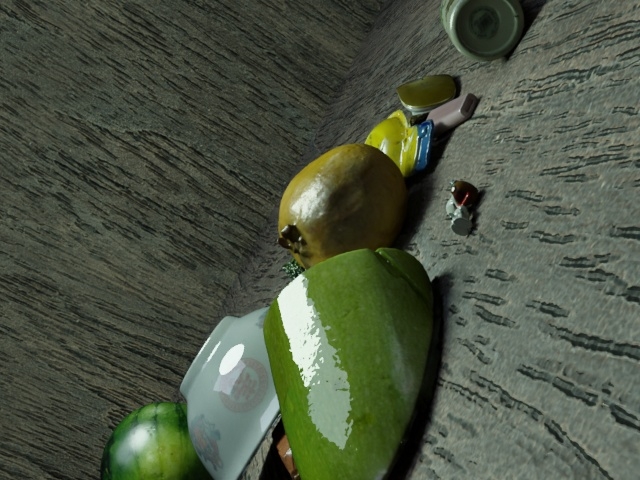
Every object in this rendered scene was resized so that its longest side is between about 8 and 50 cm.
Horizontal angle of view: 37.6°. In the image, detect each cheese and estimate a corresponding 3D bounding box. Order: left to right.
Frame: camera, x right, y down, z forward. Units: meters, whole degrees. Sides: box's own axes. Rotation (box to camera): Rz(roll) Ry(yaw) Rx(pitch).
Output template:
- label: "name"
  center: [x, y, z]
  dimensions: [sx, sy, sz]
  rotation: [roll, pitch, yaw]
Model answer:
- label: "cheese"
  center: [0.132, -0.149, 1.656]
  dimensions: [0.270, 0.069, 0.177]
  rotation: [169, 112, -71]

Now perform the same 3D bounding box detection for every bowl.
- label: "bowl"
  center: [-0.117, 0.217, 1.471]
  dimensions: [0.345, 0.157, 0.345]
  rotation: [-58, -4, -7]

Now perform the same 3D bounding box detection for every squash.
- label: "squash"
  center: [0.060, 0.189, 1.129]
  dimensions: [0.233, 0.210, 0.309]
  rotation: [-54, 40, 29]

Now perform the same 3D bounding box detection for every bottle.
- label: "bottle"
  center: [0.258, -0.373, 1.553]
  dimensions: [0.120, 0.120, 0.253]
  rotation: [-58, 9, 18]

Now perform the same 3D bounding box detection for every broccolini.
- label: "broccolini"
  center: [-0.001, -0.001, 2.064]
  dimensions: [0.216, 0.067, 0.058]
  rotation: [-54, 11, -13]

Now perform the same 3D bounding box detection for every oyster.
- label: "oyster"
  center: [0.186, -0.220, 1.753]
  dimensions: [0.122, 0.045, 0.146]
  rotation: [108, -178, -50]

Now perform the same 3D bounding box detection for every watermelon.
- label: "watermelon"
  center: [-0.278, 0.415, 1.709]
  dimensions: [0.242, 0.242, 0.242]
  rotation: [-58, 10, 16]

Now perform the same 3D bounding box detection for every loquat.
- label: "loquat"
  center: [0.041, -0.048, 1.536]
  dimensions: [0.238, 0.193, 0.238]
  rotation: [-35, 15, 11]

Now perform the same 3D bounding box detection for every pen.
- label: "pen"
  center: [0.209, -0.205, 1.581]
  dimensions: [0.053, 0.032, 0.197]
  rotation: [-64, 12, -10]

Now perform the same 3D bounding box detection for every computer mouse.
- label: "computer mouse"
  center: [0.192, -0.273, 1.718]
  dimensions: [0.102, 0.045, 0.199]
  rotation: [-14, 19, 6]

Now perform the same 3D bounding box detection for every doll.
- label: "doll"
  center: [0.183, -0.045, 1.225]
  dimensions: [0.085, 0.040, 0.058]
  rotation: [-76, 5, -72]

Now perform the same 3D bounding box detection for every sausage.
- label: "sausage"
  center: [-0.030, 0.287, 1.302]
  dimensions: [0.065, 0.065, 0.169]
  rotation: [-62, 9, -3]
